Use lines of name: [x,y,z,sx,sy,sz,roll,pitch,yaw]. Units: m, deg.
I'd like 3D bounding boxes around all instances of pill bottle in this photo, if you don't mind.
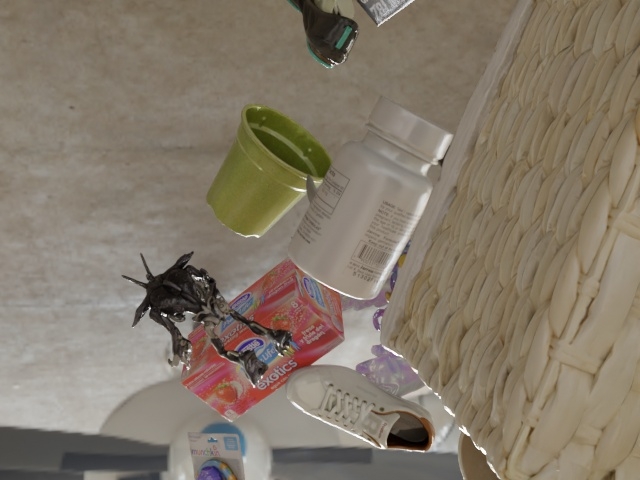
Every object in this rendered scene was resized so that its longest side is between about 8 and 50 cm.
pill bottle: [0.065,-0.054,1.046,0.131,0.131,0.229,17,106,-43]

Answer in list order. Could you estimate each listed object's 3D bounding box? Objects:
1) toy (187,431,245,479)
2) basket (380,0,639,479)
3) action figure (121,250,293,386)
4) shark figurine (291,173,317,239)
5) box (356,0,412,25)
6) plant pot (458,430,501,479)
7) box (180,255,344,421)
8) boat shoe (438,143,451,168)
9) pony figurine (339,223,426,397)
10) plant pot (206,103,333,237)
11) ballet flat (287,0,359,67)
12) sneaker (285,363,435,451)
toy: [-0.176,0.439,1.383,0.136,0.238,0.056,-11,180,43]
basket: [0.260,0.003,0.522,0.328,0.332,0.266,21,-174,-10]
action figure: [-0.191,0.130,1.358,0.275,0.164,0.141,30,147,14]
shark figurine: [-0.017,0.000,1.753,0.166,0.116,0.278,-47,150,-15]
box: [0.208,-0.437,1.126,0.293,0.073,0.295,-44,-170,-15]
plant pot: [0.420,0.347,1.490,0.256,0.257,0.274,-29,178,42]
box: [-0.112,0.186,1.621,0.300,0.154,0.142,-37,116,19]
boat shoe: [0.300,-0.158,1.873,0.056,0.152,0.049,-46,159,27]
pony figurine: [0.201,0.126,1.672,0.350,0.303,0.364,-11,139,-9]
plant pot: [-0.147,-0.155,2.102,0.276,0.276,0.254,16,124,-41]
ballet flat: [0.010,-0.383,1.387,0.095,0.280,0.096,22,120,-34]
sneaker: [0.077,0.305,1.530,0.290,0.106,0.123,18,-174,-3]
